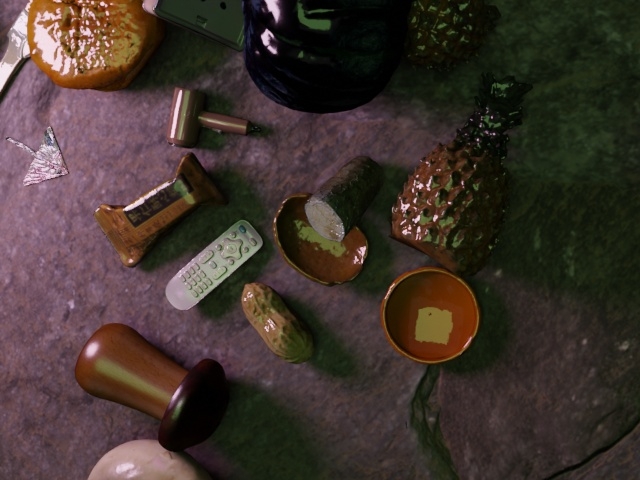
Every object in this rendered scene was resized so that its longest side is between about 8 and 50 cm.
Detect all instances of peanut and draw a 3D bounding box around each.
[{"bbox_3d":[-0.089,0.164,1.395,0.083,0.093,0.194,-41,91,25],"label":"peanut"}]

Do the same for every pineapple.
[{"bbox_3d":[0.266,-0.124,1.259,0.202,0.202,0.362,24,93,6],"label":"pineapple"},{"bbox_3d":[0.227,-0.384,1.250,0.193,0.166,0.166,-12,95,-3],"label":"pineapple"}]

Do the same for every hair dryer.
[{"bbox_3d":[-0.207,-0.228,1.387,0.181,0.064,0.117,12,99,2],"label":"hair dryer"}]

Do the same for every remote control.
[{"bbox_3d":[-0.216,0.054,1.429,0.229,0.044,0.073,-41,83,3],"label":"remote control"}]

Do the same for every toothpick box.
[{"bbox_3d":[-0.326,0.285,1.404,0.294,0.192,0.192,26,100,11],"label":"toothpick box"}]

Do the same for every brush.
[{"bbox_3d":[-0.642,-0.363,1.460,0.085,0.020,0.336,41,102,2],"label":"brush"}]

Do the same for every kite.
[{"bbox_3d":[-0.594,-0.177,1.480,0.156,0.011,0.139,31,98,4],"label":"kite"}]

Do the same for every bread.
[{"bbox_3d":[-0.428,-0.411,1.359,0.268,0.146,0.268,0,93,8],"label":"bread"}]

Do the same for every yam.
[{"bbox_3d":[0.044,-0.078,1.311,0.107,0.183,0.107,20,134,23],"label":"yam"}]

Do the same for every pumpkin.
[{"bbox_3d":[0.001,-0.391,1.186,0.266,0.363,0.363,-1,97,-15],"label":"pumpkin"}]

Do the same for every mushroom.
[{"bbox_3d":[-0.351,0.568,1.361,0.314,0.336,0.314,5,109,15],"label":"mushroom"}]

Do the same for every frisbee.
[{"bbox_3d":[0.213,0.144,1.370,0.192,0.035,0.192,1,96,8],"label":"frisbee"}]

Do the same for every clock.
[{"bbox_3d":[-0.208,-0.451,1.298,0.192,0.071,0.147,14,103,-38],"label":"clock"}]

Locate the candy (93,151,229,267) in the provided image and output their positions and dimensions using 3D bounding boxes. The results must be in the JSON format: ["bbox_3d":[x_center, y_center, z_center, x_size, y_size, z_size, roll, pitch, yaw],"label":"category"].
[{"bbox_3d":[-0.324,-0.062,1.407,0.271,0.101,0.143,-32,96,17],"label":"candy"}]

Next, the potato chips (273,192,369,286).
[{"bbox_3d":[0.000,0.000,1.382,0.201,0.049,0.150,31,95,7],"label":"potato chips"}]
